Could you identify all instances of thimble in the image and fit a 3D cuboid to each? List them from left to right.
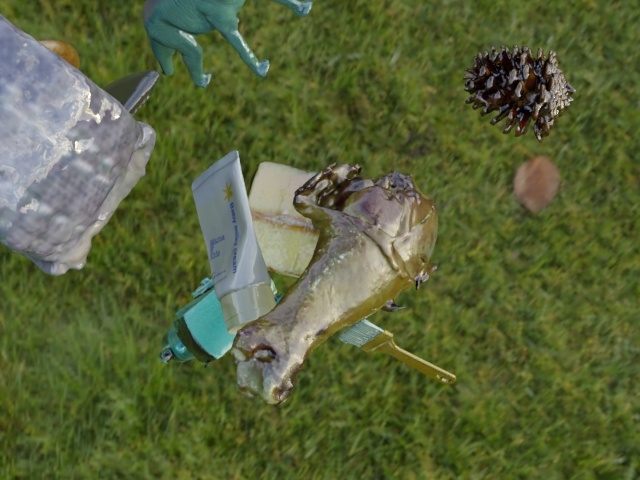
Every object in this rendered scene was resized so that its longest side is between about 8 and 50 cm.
[{"bbox_3d":[-0.170,-0.058,0.632,0.150,0.150,0.098,34,84,3],"label":"thimble"}]

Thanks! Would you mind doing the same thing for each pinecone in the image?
[{"bbox_3d":[0.201,-0.157,1.214,0.109,0.102,0.102,34,59,15],"label":"pinecone"}]

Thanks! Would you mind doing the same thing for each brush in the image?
[{"bbox_3d":[0.137,0.190,1.980,0.218,0.082,0.010,28,54,-20],"label":"brush"}]

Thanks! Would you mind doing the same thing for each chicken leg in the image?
[{"bbox_3d":[0.019,0.022,1.451,0.361,0.140,0.211,-35,103,-39],"label":"chicken leg"}]

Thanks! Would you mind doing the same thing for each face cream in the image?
[{"bbox_3d":[-0.116,0.005,1.547,0.070,0.114,0.224,-4,71,-41],"label":"face cream"}]

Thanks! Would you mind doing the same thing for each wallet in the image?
[{"bbox_3d":[-0.366,-0.177,1.949,0.052,0.168,0.245,49,51,-24],"label":"wallet"}]

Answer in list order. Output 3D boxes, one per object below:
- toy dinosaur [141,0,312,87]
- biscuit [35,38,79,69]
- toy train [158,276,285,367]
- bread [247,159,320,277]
[{"bbox_3d":[-0.216,-0.350,1.653,0.331,0.383,0.129,32,61,-39],"label":"toy dinosaur"},{"bbox_3d":[-0.490,-0.225,1.871,0.262,0.262,0.037,-28,79,-26],"label":"biscuit"},{"bbox_3d":[-0.179,0.131,2.007,0.194,0.298,0.120,-41,94,-26],"label":"toy train"},{"bbox_3d":[0.002,0.000,1.831,0.167,0.264,0.163,13,81,28],"label":"bread"}]
